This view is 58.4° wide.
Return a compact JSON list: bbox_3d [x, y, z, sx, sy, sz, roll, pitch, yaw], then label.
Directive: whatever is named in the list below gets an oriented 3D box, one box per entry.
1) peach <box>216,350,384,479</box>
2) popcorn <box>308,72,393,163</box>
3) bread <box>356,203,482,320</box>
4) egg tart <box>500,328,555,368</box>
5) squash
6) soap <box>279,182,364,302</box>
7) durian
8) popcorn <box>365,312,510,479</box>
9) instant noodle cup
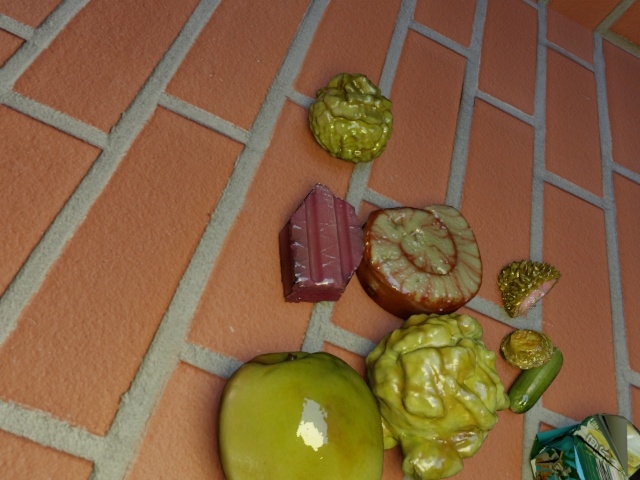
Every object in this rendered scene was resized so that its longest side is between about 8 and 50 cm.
[{"bbox_3d":[-0.029,0.348,1.012,0.315,0.281,0.315,6,68,-28],"label":"peach"},{"bbox_3d":[0.082,-0.332,1.522,0.259,0.212,0.258,12,63,-24],"label":"popcorn"},{"bbox_3d":[0.245,0.051,1.417,0.328,0.114,0.294,-3,64,-26],"label":"bread"},{"bbox_3d":[0.511,0.262,1.413,0.131,0.052,0.130,-10,38,7],"label":"egg tart"},{"bbox_3d":[0.528,0.337,1.401,0.239,0.069,0.069,-33,78,-35],"label":"squash"},{"bbox_3d":[0.000,0.000,1.337,0.182,0.112,0.289,7,59,-21],"label":"soap"},{"bbox_3d":[0.560,0.121,1.526,0.183,0.165,0.132,-14,98,-6],"label":"durian"},{"bbox_3d":[0.231,0.291,1.161,0.336,0.275,0.278,-17,108,-58],"label":"popcorn"},{"bbox_3d":[0.592,0.511,1.255,0.241,0.178,0.240,11,57,-18],"label":"instant noodle cup"}]
